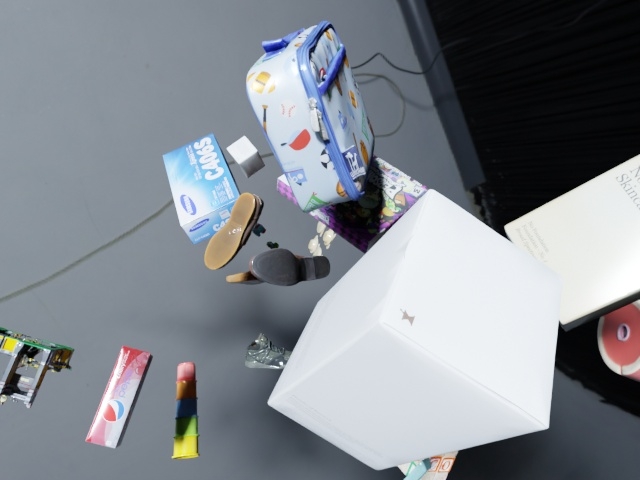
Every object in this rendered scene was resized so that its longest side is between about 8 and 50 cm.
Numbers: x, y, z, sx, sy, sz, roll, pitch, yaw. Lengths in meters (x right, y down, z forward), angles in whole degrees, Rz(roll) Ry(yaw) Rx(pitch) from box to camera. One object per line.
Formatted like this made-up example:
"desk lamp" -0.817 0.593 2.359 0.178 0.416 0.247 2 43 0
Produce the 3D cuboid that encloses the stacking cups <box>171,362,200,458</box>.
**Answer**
"stacking cups" -0.477 0.599 1.720 0.095 0.096 0.317 10 56 -30

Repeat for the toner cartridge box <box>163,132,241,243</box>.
"toner cartridge box" -0.319 -0.153 1.328 0.165 0.348 0.075 -27 136 -4

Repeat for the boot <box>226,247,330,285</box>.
"boot" -0.158 0.078 1.305 0.264 0.280 0.096 -7 88 -50

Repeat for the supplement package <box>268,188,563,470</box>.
"supplement package" 0.093 0.121 0.551 0.175 0.293 0.178 33 52 -4

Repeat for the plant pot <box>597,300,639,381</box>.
"plant pot" 0.836 0.239 1.161 0.243 0.275 0.275 9 92 -2

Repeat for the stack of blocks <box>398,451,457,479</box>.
"stack of blocks" 0.207 0.499 1.260 0.087 0.297 0.171 15 100 -31

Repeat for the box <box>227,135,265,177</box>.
"box" -0.281 -0.315 1.832 0.087 0.102 0.101 -36 151 -6

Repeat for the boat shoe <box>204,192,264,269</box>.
"boat shoe" -0.202 -0.017 1.175 0.073 0.073 0.207 36 95 16

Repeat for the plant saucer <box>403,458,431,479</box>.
"plant saucer" 0.117 0.442 0.816 0.192 0.018 0.067 -47 152 3

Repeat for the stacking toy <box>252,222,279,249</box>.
"stacking toy" -0.256 -0.062 1.816 0.052 0.167 0.221 -48 133 1

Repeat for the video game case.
"video game case" 0.067 -0.100 0.968 0.210 0.232 0.042 -38 153 -33

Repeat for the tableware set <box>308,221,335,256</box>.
"tableware set" 0.000 0.000 1.557 0.020 0.169 0.141 20 115 -22

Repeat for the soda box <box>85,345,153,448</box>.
"soda box" -0.565 0.441 1.377 0.083 0.092 0.264 17 68 -7

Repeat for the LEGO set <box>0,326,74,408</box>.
"LEGO set" -0.959 0.393 1.497 0.331 0.255 0.192 21 77 -16

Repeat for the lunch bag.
"lunch bag" -0.003 -0.198 0.732 0.114 0.303 0.243 -14 119 17

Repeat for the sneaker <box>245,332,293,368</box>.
"sneaker" -0.193 0.449 1.971 0.227 0.087 0.131 2 106 1

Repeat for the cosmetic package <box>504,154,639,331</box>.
"cosmetic package" 0.431 -0.017 0.647 0.309 0.160 0.113 -32 153 18
